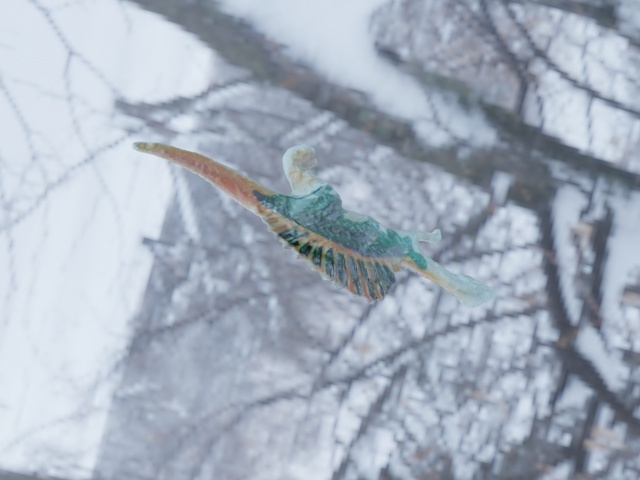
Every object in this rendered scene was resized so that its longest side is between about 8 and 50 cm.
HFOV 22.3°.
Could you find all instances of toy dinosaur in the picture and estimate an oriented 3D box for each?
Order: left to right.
[{"bbox_3d":[0.001,-0.003,0.832,0.044,0.187,0.106,-55,-138,20],"label":"toy dinosaur"}]
